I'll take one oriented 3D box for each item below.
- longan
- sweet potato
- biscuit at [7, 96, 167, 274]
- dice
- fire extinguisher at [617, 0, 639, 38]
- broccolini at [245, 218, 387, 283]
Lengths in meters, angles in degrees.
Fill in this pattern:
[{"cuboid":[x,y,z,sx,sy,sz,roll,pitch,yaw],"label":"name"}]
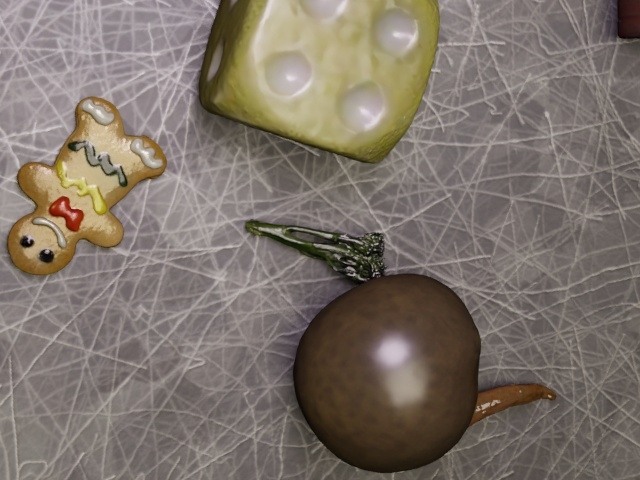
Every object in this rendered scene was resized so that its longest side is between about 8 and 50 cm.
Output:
[{"cuboid":[0.092,0.171,1.653,0.258,0.258,0.258,-2,98,-15],"label":"longan"},{"cuboid":[0.237,0.232,1.806,0.214,0.050,0.050,-15,101,-15],"label":"sweet potato"},{"cuboid":[-0.308,-0.057,1.625,0.158,0.035,0.240,36,87,-14],"label":"biscuit"},{"cuboid":[-0.005,-0.235,1.582,0.238,0.227,0.233,16,95,-18],"label":"dice"},{"cuboid":[0.470,-0.451,1.750,0.138,0.102,0.344,-8,101,-47],"label":"fire extinguisher"},{"cuboid":[-0.003,0.003,1.719,0.201,0.058,0.074,18,78,-1],"label":"broccolini"}]
